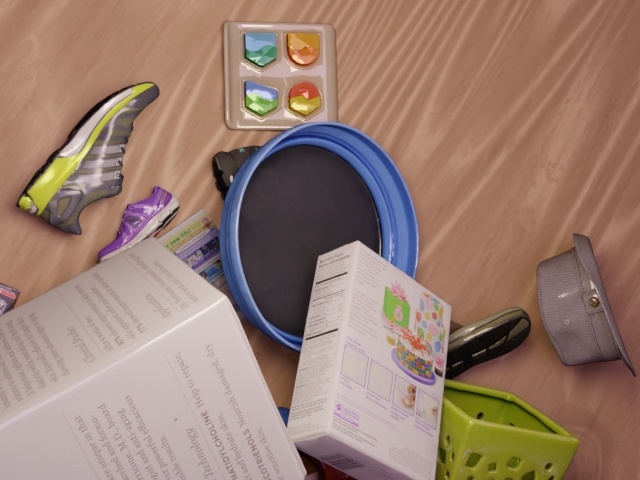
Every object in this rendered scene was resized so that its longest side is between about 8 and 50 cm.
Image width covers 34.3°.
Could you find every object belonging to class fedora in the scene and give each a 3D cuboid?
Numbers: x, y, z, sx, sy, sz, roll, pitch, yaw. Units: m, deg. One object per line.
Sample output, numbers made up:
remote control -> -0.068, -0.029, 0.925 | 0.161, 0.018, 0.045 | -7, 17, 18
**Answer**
fedora -> 0.464, 0.130, 1.872 | 0.124, 0.244, 0.275 | -19, 94, 13

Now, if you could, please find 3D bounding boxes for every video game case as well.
video game case -> -0.223, 0.081, 1.736 | 0.212, 0.023, 0.193 | -37, 95, -28

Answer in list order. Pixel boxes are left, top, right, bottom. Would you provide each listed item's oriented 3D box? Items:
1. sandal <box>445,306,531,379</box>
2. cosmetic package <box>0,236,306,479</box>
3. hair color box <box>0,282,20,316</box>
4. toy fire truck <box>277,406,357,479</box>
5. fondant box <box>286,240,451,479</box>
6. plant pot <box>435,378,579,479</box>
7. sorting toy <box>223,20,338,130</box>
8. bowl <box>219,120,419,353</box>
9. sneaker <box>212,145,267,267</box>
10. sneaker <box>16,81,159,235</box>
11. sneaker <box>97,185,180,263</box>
sandal -> 0.225, 0.184, 1.846 | 0.303, 0.120, 0.086 | -19, 49, -9
cosmetic package -> -0.298, 0.253, 1.476 | 0.394, 0.329, 0.327 | -29, 116, -16
hair color box -> -0.541, 0.132, 1.657 | 0.072, 0.043, 0.141 | 24, 81, -14
toy fire truck -> 0.006, 0.390, 1.709 | 0.302, 0.169, 0.254 | -5, 71, -41
fondant box -> 0.084, 0.202, 1.628 | 0.238, 0.096, 0.330 | 34, 51, -32
plant pot -> 0.262, 0.372, 1.760 | 0.227, 0.228, 0.207 | 13, 99, -23
sorting toy -> -0.067, -0.290, 1.822 | 0.208, 0.038, 0.193 | -1, 86, -16
bowl -> 0.000, 0.000, 1.735 | 0.391, 0.077, 0.391 | 3, 86, -38
sneaker -> -0.095, -0.037, 1.765 | 0.106, 0.101, 0.267 | -20, 92, -18
sneaker -> -0.361, -0.138, 1.706 | 0.121, 0.111, 0.300 | 43, 82, -19
sneaker -> -0.312, -0.023, 1.732 | 0.071, 0.068, 0.170 | 41, 68, 6
